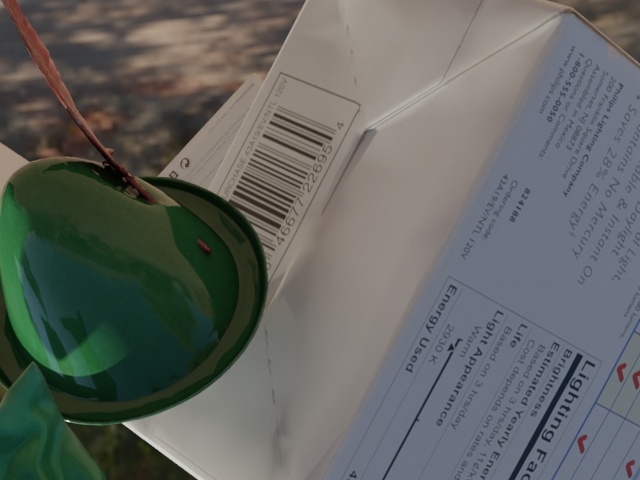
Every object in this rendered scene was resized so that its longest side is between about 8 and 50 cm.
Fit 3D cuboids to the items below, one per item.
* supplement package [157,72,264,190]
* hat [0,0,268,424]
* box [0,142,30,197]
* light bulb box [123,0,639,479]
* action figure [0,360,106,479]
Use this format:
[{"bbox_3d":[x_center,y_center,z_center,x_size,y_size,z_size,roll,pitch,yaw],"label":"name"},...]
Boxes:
[{"bbox_3d":[0.000,0.000,1.402,0.134,0.244,0.139,-48,164,-1],"label":"supplement package"},{"bbox_3d":[-0.144,-0.025,0.922,0.208,0.173,0.183,31,156,32],"label":"hat"},{"bbox_3d":[-0.283,0.024,1.275,0.130,0.091,0.170,-40,157,-47],"label":"box"},{"bbox_3d":[0.112,0.048,1.145,0.361,0.358,0.225,29,179,-43],"label":"light bulb box"},{"bbox_3d":[-0.142,0.192,0.922,0.137,0.232,0.063,-47,-149,-20],"label":"action figure"}]
